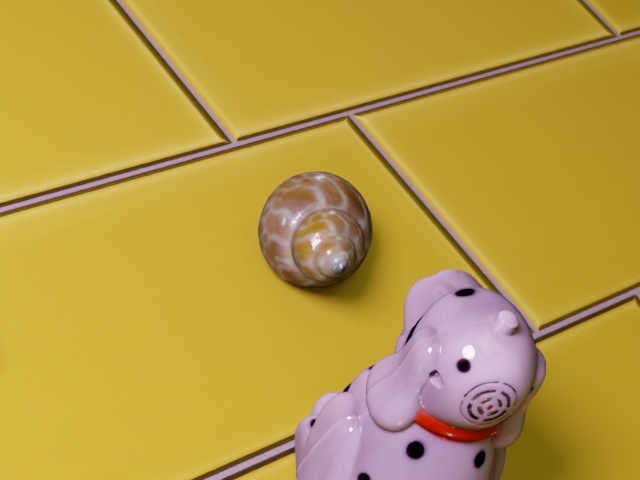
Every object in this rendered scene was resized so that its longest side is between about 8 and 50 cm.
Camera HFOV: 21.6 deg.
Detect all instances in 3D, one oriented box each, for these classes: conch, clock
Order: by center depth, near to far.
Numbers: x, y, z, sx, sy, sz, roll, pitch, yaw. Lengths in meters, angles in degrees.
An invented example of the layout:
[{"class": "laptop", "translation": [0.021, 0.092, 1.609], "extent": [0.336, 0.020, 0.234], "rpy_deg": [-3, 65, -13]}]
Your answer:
[{"class": "clock", "translation": [0.101, 0.136, 1.443], "extent": [0.189, 0.254, 0.189], "rpy_deg": [16, 39, -13]}, {"class": "conch", "translation": [0.000, -0.013, 1.645], "extent": [0.116, 0.106, 0.173], "rpy_deg": [59, 32, 4]}]
